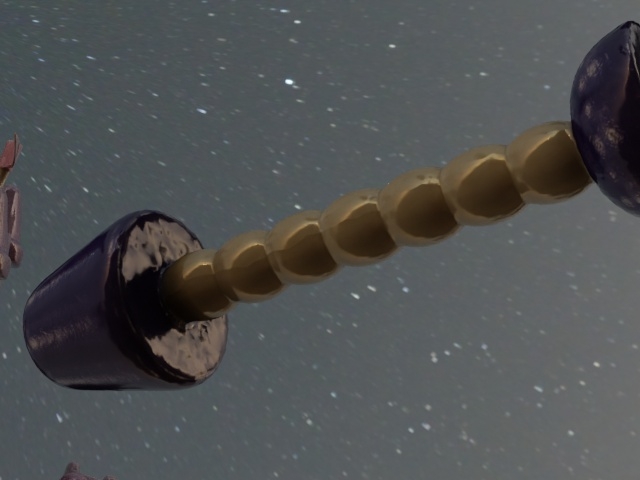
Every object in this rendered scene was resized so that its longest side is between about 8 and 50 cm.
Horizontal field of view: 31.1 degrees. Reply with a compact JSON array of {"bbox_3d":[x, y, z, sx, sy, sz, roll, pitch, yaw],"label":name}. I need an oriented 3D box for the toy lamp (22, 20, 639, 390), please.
[{"bbox_3d":[0.000,0.000,0.440,0.274,0.080,0.080,-22,-65,27],"label":"toy lamp"}]

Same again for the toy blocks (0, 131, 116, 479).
[{"bbox_3d":[-0.243,0.086,0.771,0.309,0.288,0.260,24,-106,-12],"label":"toy blocks"}]
